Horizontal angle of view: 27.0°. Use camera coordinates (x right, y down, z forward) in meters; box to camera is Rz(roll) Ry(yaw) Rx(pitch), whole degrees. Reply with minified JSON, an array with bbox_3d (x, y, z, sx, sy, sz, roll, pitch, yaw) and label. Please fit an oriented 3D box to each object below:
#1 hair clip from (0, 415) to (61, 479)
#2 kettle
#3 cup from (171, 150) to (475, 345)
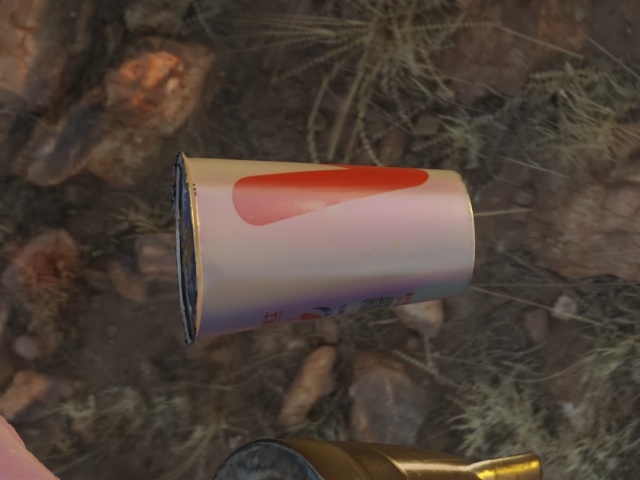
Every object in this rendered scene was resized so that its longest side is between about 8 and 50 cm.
[{"bbox_3d":[-0.211,0.117,0.744,0.278,0.137,0.090,34,110,47],"label":"hair clip"},{"bbox_3d":[0.065,0.332,1.219,0.228,0.324,0.321,38,114,48],"label":"kettle"},{"bbox_3d":[0.000,0.000,1.362,0.288,0.203,0.203,-3,86,-10],"label":"cup"}]
